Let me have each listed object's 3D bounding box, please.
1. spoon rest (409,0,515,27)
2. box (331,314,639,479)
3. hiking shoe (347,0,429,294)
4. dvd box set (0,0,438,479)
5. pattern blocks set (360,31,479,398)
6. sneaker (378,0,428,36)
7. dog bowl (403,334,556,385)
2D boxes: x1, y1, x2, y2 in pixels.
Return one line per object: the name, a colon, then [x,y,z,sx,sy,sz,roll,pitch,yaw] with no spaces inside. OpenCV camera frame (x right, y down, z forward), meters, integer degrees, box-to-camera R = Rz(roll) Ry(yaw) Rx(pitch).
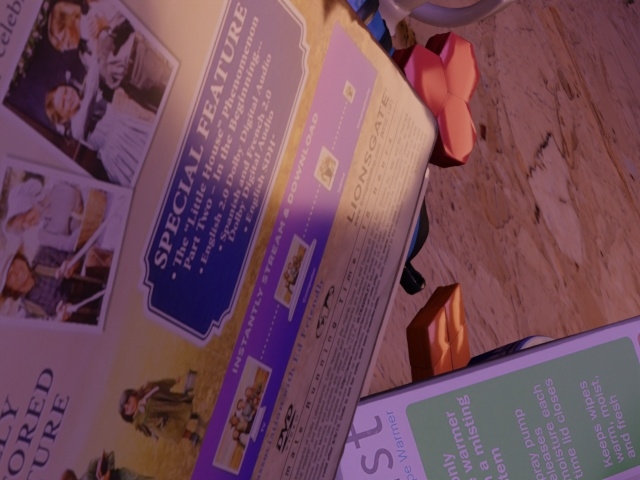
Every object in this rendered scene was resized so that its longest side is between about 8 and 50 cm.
spoon rest: [0.046,-0.283,1.236,0.276,0.084,0.137,51,23,4]
box: [0.092,0.183,0.652,0.231,0.127,0.262,-11,81,-35]
hiking shoe: [-0.004,-0.117,0.929,0.132,0.113,0.304,25,55,-61]
dvd box set: [-0.095,0.027,0.370,0.420,0.062,0.308,38,66,-63]
pattern blocks set: [0.000,0.000,0.756,0.285,0.026,0.325,25,65,-47]
sneaker: [0.011,-0.300,1.094,0.297,0.129,0.111,55,19,-18]
dog bowl: [0.135,0.195,0.880,0.265,0.104,0.265,44,31,-36]
